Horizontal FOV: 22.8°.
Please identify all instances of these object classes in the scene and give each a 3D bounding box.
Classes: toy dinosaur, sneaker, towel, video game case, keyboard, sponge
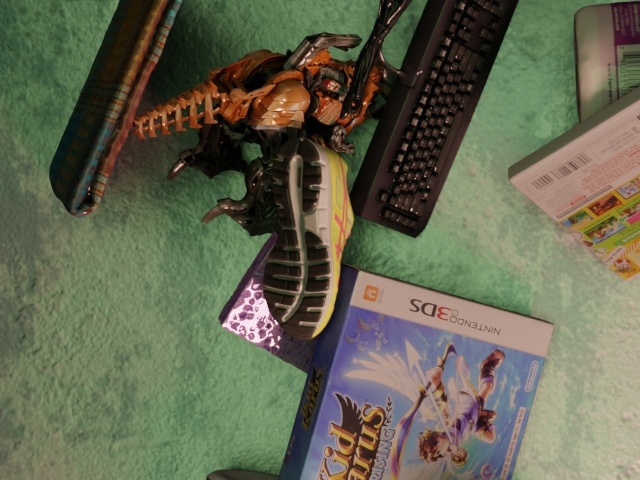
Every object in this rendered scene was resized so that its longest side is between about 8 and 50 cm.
[{"bbox_3d":[-0.061,-0.135,1.683,0.322,0.164,0.218,9,128,-25],"label":"toy dinosaur"},{"bbox_3d":[0.000,0.000,1.643,0.081,0.094,0.208,8,95,31],"label":"sneaker"},{"bbox_3d":[-0.212,-0.160,1.653,0.040,0.370,0.271,22,91,-15],"label":"towel"},{"bbox_3d":[0.100,0.184,1.684,0.244,0.061,0.269,16,89,-22],"label":"video game case"},{"bbox_3d":[0.106,-0.170,1.697,0.033,0.201,0.317,23,92,48],"label":"keyboard"},{"bbox_3d":[0.345,-0.066,1.629,0.227,0.026,0.206,-33,125,32],"label":"video game case"},{"bbox_3d":[0.005,0.089,1.722,0.210,0.031,0.117,31,97,-22],"label":"sponge"}]

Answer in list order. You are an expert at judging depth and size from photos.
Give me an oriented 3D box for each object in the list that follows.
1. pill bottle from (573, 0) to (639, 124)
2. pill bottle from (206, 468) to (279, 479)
[{"bbox_3d":[0.420,-0.173,1.652,0.302,0.169,0.169,-3,88,8],"label":"pill bottle"},{"bbox_3d":[-0.082,0.383,1.729,0.130,0.130,0.245,10,90,8],"label":"pill bottle"}]
